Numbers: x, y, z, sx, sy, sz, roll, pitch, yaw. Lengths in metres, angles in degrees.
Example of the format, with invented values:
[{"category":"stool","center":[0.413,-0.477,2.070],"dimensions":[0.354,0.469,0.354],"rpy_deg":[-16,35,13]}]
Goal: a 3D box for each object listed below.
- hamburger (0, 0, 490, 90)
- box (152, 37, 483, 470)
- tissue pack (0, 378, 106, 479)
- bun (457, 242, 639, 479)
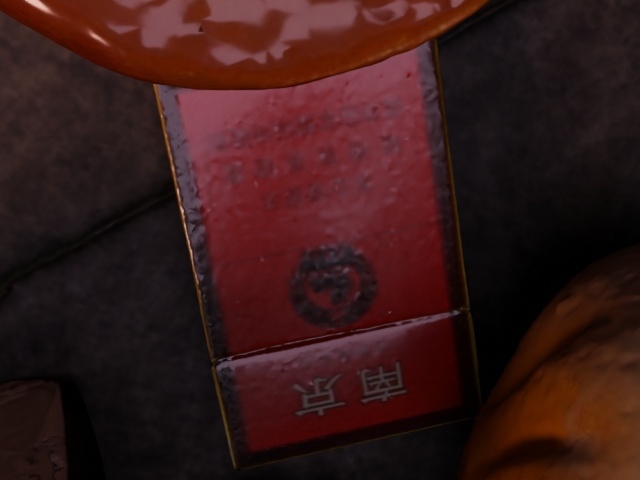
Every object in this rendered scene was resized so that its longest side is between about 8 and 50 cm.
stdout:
[{"category":"hamburger","center":[-0.044,-0.233,0.498],"dimensions":[0.330,0.250,0.330],"rpy_deg":[-4,113,-9]},{"category":"box","center":[0.000,0.000,0.678],"dimensions":[0.153,0.074,0.239],"rpy_deg":[-13,111,-9]},{"category":"tissue pack","center":[-0.200,0.289,0.678],"dimensions":[0.198,0.210,0.370],"rpy_deg":[-9,109,-14]},{"category":"bun","center":[0.154,0.145,0.649],"dimensions":[0.165,0.299,0.299],"rpy_deg":[1,110,15]}]
